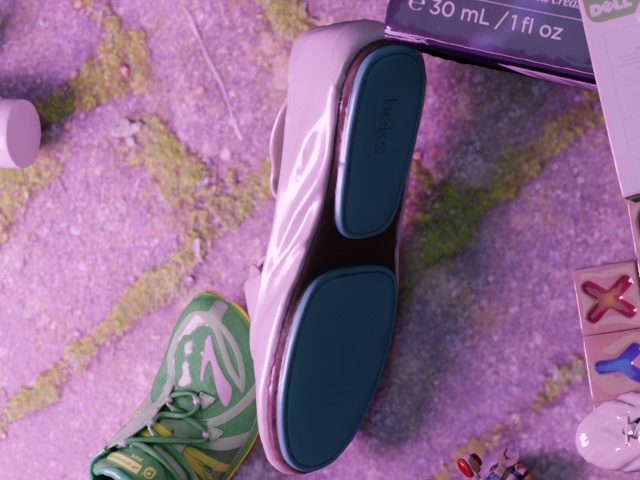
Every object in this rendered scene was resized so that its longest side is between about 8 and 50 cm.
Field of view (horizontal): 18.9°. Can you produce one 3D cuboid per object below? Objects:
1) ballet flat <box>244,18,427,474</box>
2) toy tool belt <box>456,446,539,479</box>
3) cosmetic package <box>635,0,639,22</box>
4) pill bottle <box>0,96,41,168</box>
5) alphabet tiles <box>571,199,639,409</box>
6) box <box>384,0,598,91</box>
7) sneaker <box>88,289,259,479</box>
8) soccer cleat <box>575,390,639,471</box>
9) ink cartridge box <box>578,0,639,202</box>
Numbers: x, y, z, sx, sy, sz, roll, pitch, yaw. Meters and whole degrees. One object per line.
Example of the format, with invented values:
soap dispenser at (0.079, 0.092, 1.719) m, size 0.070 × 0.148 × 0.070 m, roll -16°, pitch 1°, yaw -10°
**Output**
ballet flat at (0.000, 0.000, 1.665) m, size 0.139 × 0.139 × 0.400 m, roll 16°, pitch 106°, yaw 21°
toy tool belt at (0.162, 0.205, 1.645) m, size 0.051 × 0.052 × 0.083 m, roll -38°, pitch 78°, yaw -16°
cosmetic package at (0.469, -0.154, 1.315) m, size 0.453 × 0.161 × 0.230 m, roll 27°, pitch 73°, yaw -16°
pill bottle at (-0.340, -0.104, 1.824) m, size 0.137 × 0.078 × 0.078 m, roll 4°, pitch 91°, yaw 22°
alphabet tiles at (0.384, 0.081, 1.575) m, size 0.342 × 0.011 × 0.285 m, roll -10°, pitch 85°, yaw 21°
box at (0.257, -0.313, 1.525) m, size 0.293 × 0.212 × 0.395 m, roll 14°, pitch 93°, yaw 21°
sneaker at (-0.131, 0.189, 1.713) m, size 0.109 × 0.123 × 0.295 m, roll 22°, pitch 96°, yaw 21°
soccer cleat at (0.298, 0.153, 1.561) m, size 0.196 × 0.076 × 0.068 m, roll -6°, pitch 87°, yaw 22°
ink cartridge box at (0.251, -0.141, 1.378) m, size 0.109 × 0.062 × 0.209 m, roll -14°, pitch 84°, yaw 20°
